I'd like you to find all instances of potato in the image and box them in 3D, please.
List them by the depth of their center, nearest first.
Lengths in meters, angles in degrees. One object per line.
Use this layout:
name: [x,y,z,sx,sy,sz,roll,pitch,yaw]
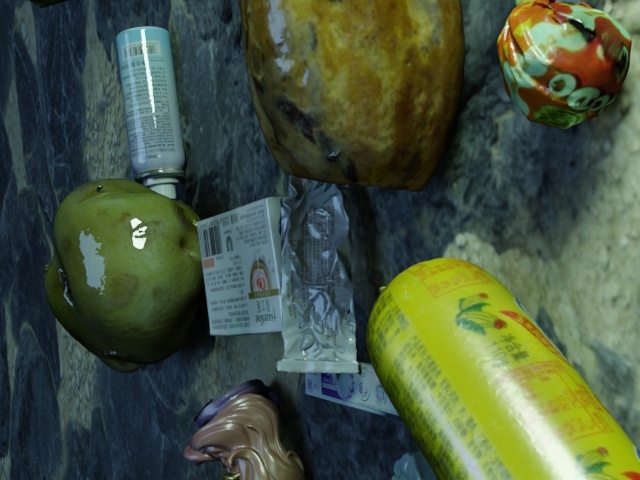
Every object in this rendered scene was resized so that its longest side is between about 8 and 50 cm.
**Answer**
potato: [-0.250,0.057,1.322,0.218,0.202,0.351,44,146,16]

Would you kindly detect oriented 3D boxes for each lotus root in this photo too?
lotus root: [0.014,-0.183,0.814,0.193,0.193,0.291,13,106,60]

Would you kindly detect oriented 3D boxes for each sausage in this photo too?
sausage: [0.135,0.136,0.697,0.347,0.123,0.123,56,141,40]

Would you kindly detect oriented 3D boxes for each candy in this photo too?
candy: [0.135,-0.198,0.716,0.084,0.078,0.288,116,147,-48]

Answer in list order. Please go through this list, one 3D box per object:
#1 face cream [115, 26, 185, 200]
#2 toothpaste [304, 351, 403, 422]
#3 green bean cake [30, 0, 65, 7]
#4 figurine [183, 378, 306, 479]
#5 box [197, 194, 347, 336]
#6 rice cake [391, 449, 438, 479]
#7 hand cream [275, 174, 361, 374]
face cream: [-0.226,-0.166,1.358,0.075,0.075,0.230,-16,80,61]
toothpaste: [0.045,0.135,0.950,0.196,0.040,0.047,0,90,61]
green bean cake: [-0.418,-0.500,1.498,0.247,0.156,0.250,66,-173,-80]
figurine: [-0.082,0.234,1.127,0.114,0.126,0.157,51,-173,-50]
box: [-0.056,0.030,1.078,0.199,0.081,0.135,-12,85,63]
rice cake: [0.082,0.259,0.874,0.063,0.069,0.207,52,136,45]
hand cream: [-0.001,-0.001,0.957,0.050,0.084,0.257,46,-136,-65]
